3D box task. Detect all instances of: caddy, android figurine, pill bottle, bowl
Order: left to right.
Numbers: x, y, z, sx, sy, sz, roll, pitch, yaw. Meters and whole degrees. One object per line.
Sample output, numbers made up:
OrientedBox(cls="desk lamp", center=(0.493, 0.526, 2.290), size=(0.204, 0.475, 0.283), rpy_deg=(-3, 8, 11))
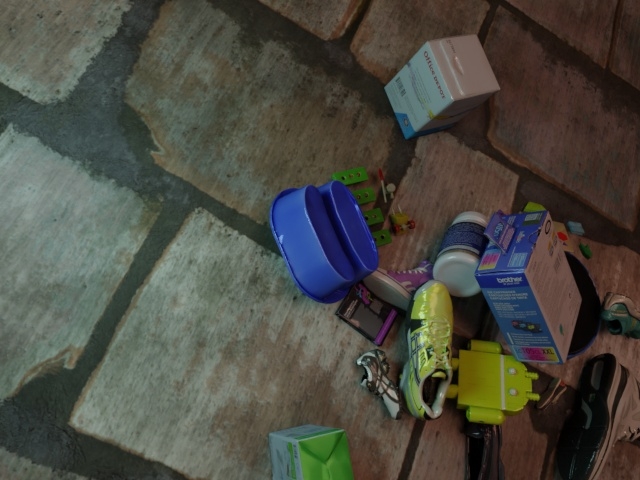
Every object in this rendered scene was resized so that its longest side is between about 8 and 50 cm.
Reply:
OrientedBox(cls="caddy", center=(0.000, 0.000, 1.477), size=(0.241, 0.179, 0.341), rpy_deg=(-16, 80, -48))
OrientedBox(cls="pill bottle", center=(0.431, 0.032, 1.614), size=(0.153, 0.153, 0.264), rpy_deg=(40, 41, -7))
OrientedBox(cls="android figurine", center=(0.475, 0.400, 1.539), size=(0.273, 0.056, 0.248), rpy_deg=(5, 53, 12))
OrientedBox(cls="bowl", center=(0.752, 0.199, 1.775), size=(0.392, 0.077, 0.390), rpy_deg=(6, 73, -21))

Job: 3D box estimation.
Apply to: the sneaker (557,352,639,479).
OrientedBox(cls="sneaker", center=(0.913, 0.597, 1.674), size=(0.258, 0.169, 0.447), rpy_deg=(37, 63, -7))

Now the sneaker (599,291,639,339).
OrientedBox(cls="sneaker", center=(1.002, 0.269, 1.822), size=(0.275, 0.107, 0.109), rpy_deg=(36, 80, -34))

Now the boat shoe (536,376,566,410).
OrientedBox(cls="boat shoe", center=(0.723, 0.486, 1.699), size=(0.137, 0.049, 0.043), rpy_deg=(-38, 93, -31))

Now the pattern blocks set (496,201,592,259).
OrientedBox(cls="pattern blocks set", center=(0.730, -0.021, 1.796), size=(0.325, 0.026, 0.285), rpy_deg=(17, 45, -1))

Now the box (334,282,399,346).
OrientedBox(cls="box", center=(0.133, 0.209, 1.550), size=(0.162, 0.029, 0.116), rpy_deg=(39, 64, -9))

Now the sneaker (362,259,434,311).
OrientedBox(cls="sneaker", center=(0.250, 0.111, 1.592), size=(0.282, 0.102, 0.161), rpy_deg=(30, 62, -23))

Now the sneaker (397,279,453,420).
OrientedBox(cls="sneaker", center=(0.312, 0.300, 1.480), size=(0.145, 0.147, 0.384), rpy_deg=(4, 91, -18))

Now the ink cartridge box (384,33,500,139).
OrientedBox(cls="ink cartridge box", center=(0.374, -0.477, 1.707), size=(0.197, 0.270, 0.198), rpy_deg=(-18, 83, -25))

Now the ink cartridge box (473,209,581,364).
OrientedBox(cls="ink cartridge box", center=(0.572, 0.104, 1.502), size=(0.270, 0.151, 0.395), rpy_deg=(-51, 122, -40))

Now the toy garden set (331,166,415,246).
OrientedBox(cls="toy garden set", center=(0.159, -0.102, 1.640), size=(0.204, 0.049, 0.244), rpy_deg=(-15, 81, -23))

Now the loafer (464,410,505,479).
OrientedBox(cls="loafer", center=(0.451, 0.568, 1.536), size=(0.095, 0.109, 0.302), rpy_deg=(0, 77, -17))

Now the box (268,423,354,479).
OrientedBox(cls="box", center=(-0.020, 0.579, 1.269), size=(0.127, 0.231, 0.261), rpy_deg=(-5, 77, -23))

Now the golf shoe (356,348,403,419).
OrientedBox(cls="golf shoe", center=(0.159, 0.401, 1.489), size=(0.094, 0.077, 0.198), rpy_deg=(-18, 78, -11))
